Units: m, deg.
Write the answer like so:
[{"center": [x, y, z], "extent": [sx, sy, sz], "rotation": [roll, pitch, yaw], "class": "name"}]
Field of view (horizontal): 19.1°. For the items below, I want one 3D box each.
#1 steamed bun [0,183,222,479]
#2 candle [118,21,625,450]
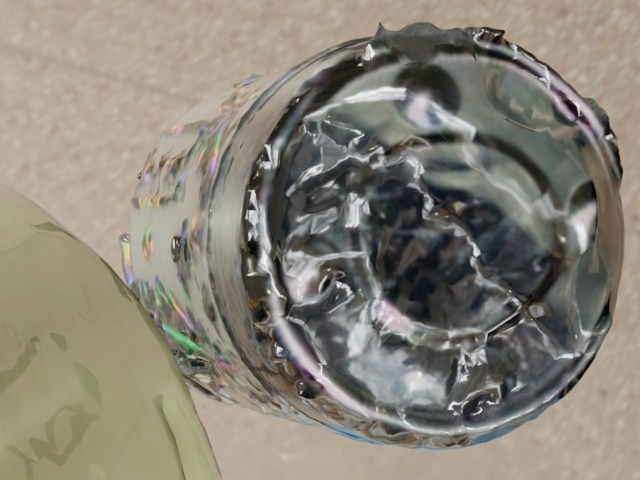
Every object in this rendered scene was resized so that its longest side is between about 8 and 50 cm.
[{"center": [-0.203, 0.197, 0.391], "extent": [0.290, 0.371, 0.456], "rotation": [15, 98, 13], "class": "steamed bun"}, {"center": [0.000, 0.000, 0.928], "extent": [0.187, 0.187, 0.330], "rotation": [62, 161, -10], "class": "candle"}]
